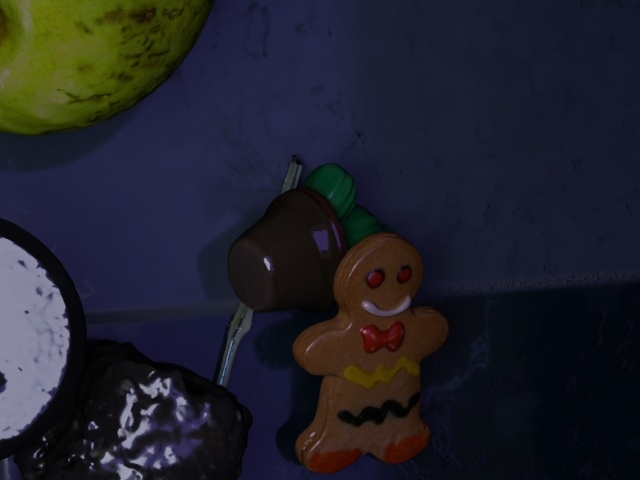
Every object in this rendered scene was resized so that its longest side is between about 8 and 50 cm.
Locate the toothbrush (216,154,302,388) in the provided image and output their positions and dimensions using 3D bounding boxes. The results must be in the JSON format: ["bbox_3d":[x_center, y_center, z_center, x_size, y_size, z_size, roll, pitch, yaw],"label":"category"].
[{"bbox_3d":[-0.066,0.055,1.578,0.028,0.026,0.294,18,83,-30],"label":"toothbrush"}]

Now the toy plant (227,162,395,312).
[{"bbox_3d":[0.000,0.000,1.545,0.200,0.105,0.143,-25,113,-44],"label":"toy plant"}]

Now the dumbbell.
[{"bbox_3d":[-0.310,0.083,1.366,0.203,0.322,0.204,1,87,-13],"label":"dumbbell"}]

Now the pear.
[{"bbox_3d":[-0.250,-0.294,1.397,0.391,0.391,0.391,1,87,-13],"label":"pear"}]

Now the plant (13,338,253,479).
[{"bbox_3d":[-0.172,0.215,1.471,0.204,0.178,0.234,22,93,-23],"label":"plant"}]

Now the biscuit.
[{"bbox_3d":[0.051,0.111,1.531,0.165,0.036,0.250,-7,116,-29],"label":"biscuit"}]
